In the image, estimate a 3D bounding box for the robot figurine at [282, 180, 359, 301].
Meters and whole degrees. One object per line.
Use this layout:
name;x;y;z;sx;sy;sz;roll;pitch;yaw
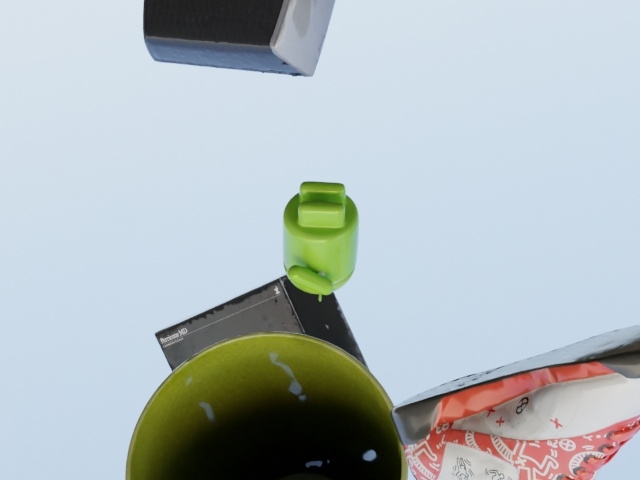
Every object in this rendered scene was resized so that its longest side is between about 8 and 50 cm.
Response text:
robot figurine;0.000;0.000;1.366;0.067;0.115;0.101;1;-132;-1

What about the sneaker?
sneaker;0.180;0.153;1.112;0.270;0.145;0.090;-22;180;41

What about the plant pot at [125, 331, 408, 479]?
plant pot;-0.034;0.274;1.616;0.274;0.293;0.275;-3;-114;7

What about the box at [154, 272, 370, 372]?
box;-0.082;0.159;2.167;0.261;0.184;0.103;-24;-177;39

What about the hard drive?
hard drive;-0.058;-0.266;1.258;0.172;0.255;0.054;9;176;28
